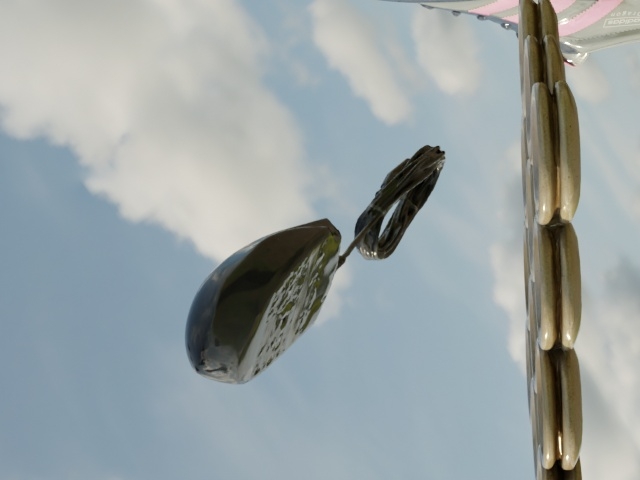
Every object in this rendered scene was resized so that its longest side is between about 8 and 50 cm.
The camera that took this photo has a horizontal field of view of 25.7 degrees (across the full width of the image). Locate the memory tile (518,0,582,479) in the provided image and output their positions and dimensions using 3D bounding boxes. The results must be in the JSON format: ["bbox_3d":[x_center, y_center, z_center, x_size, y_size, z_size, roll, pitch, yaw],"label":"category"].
[{"bbox_3d":[0.067,0.011,0.412,0.113,0.012,0.148,-79,-14,-64],"label":"memory tile"}]

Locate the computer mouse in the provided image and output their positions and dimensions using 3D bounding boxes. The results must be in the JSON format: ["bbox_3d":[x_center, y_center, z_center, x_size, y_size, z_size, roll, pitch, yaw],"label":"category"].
[{"bbox_3d":[0.000,0.000,0.713,0.041,0.071,0.242,27,-148,17],"label":"computer mouse"}]

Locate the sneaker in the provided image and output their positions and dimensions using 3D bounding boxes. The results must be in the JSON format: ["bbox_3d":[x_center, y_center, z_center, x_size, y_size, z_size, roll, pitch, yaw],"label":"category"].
[{"bbox_3d":[0.160,-0.186,1.078,0.112,0.318,0.131,-94,5,-48],"label":"sneaker"}]
